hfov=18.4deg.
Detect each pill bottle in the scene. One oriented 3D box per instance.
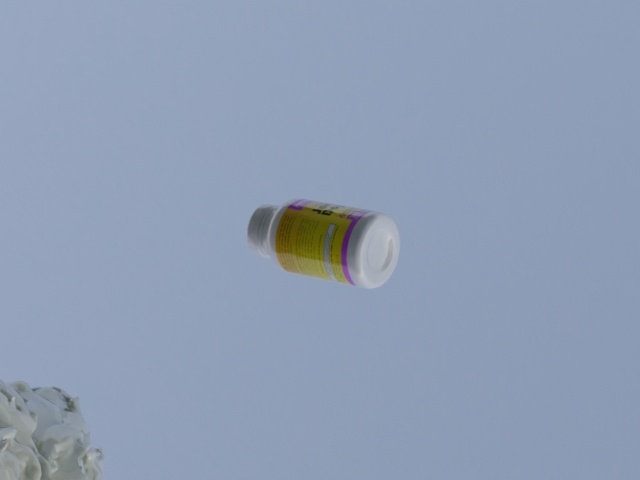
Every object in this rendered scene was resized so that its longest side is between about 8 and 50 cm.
[{"bbox_3d":[0.000,0.000,1.104,0.083,0.043,0.043,10,-110,36],"label":"pill bottle"}]

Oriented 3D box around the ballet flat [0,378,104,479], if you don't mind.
[{"bbox_3d":[-0.069,0.223,0.518,0.147,0.147,0.409,-10,-93,4],"label":"ballet flat"}]
